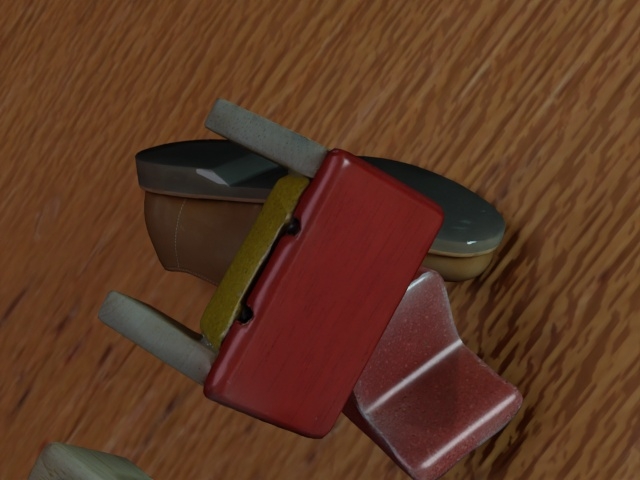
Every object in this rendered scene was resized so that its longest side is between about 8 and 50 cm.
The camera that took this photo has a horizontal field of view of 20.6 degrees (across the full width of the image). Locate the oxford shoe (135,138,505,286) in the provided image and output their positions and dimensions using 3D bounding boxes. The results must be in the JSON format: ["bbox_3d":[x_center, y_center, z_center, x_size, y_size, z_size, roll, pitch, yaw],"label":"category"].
[{"bbox_3d":[0.000,0.000,0.844,0.212,0.076,0.076,11,110,41],"label":"oxford shoe"}]

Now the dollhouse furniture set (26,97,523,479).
[{"bbox_3d":[-0.019,0.163,0.689,0.152,0.201,0.374,31,93,45],"label":"dollhouse furniture set"}]
